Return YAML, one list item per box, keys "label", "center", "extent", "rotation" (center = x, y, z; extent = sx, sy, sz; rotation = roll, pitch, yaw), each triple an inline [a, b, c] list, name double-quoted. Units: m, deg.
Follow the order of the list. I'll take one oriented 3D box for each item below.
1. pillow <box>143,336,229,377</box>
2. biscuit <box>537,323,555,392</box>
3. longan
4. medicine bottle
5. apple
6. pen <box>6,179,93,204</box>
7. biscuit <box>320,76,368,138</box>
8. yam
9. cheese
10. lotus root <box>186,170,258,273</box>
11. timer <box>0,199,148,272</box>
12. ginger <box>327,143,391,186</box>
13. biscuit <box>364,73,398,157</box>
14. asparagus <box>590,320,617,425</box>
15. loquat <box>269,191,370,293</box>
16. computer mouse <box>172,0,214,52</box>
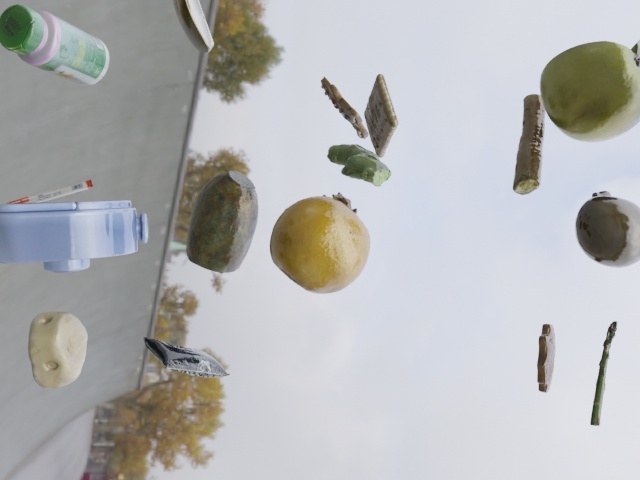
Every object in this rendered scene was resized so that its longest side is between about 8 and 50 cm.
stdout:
- label: "pillow"
  center: [-0.339, 0.302, 1.720]
  extent: [0.141, 0.208, 0.055]
  rotation: [31, -85, 45]
- label: "biscuit"
  center: [0.622, 0.316, 1.857]
  extent: [0.215, 0.034, 0.182]
  rotation: [59, 42, -51]
- label: "longan"
  center: [0.685, -0.035, 1.601]
  extent: [0.159, 0.184, 0.205]
  rotation: [-32, -138, 38]
- label: "medicine bottle"
  center: [-0.652, -0.478, 1.661]
  extent: [0.274, 0.133, 0.134]
  rotation: [12, 82, -71]
- label: "apple"
  center: [0.759, -0.392, 1.815]
  extent: [0.257, 0.294, 0.234]
  rotation: [-34, -117, 52]
- label: "pen"
  center: [-0.763, -0.128, 1.913]
  extent: [0.028, 0.238, 0.028]
  rotation: [162, -90, -78]
- label: "biscuit"
  center: [0.055, -0.354, 1.787]
  extent: [0.205, 0.031, 0.138]
  rotation: [56, 3, 28]
- label: "yam"
  center: [0.601, -0.285, 1.934]
  extent: [0.081, 0.081, 0.357]
  rotation: [123, -15, -57]
- label: "cheese"
  center: [-0.755, 0.315, 1.953]
  extent: [0.235, 0.117, 0.218]
  rotation: [70, 14, -75]
- label: "lotus root"
  center: [-0.342, -0.074, 2.426]
  extent: [0.250, 0.250, 0.346]
  rotation: [-114, -137, -59]
- label: "timer"
  center: [-0.616, -0.012, 1.670]
  extent: [0.395, 0.394, 0.174]
  rotation: [-172, -101, -74]
- label: "ginger"
  center: [0.119, -0.253, 2.204]
  extent: [0.290, 0.137, 0.089]
  rotation: [56, -10, 53]
- label: "biscuit"
  center: [0.221, -0.460, 2.549]
  extent: [0.325, 0.044, 0.217]
  rotation: [112, -37, -75]
- label: "asparagus"
  center: [0.658, 0.307, 1.576]
  extent: [0.024, 0.025, 0.249]
  rotation: [7, -99, 40]
- label: "loquat"
  center: [0.000, 0.000, 1.802]
  extent: [0.275, 0.274, 0.275]
  rotation: [-175, -90, -74]
- label: "computer mouse"
  center: [-0.300, -0.524, 1.543]
  extent: [0.102, 0.044, 0.199]
  rotation: [23, -44, 60]
